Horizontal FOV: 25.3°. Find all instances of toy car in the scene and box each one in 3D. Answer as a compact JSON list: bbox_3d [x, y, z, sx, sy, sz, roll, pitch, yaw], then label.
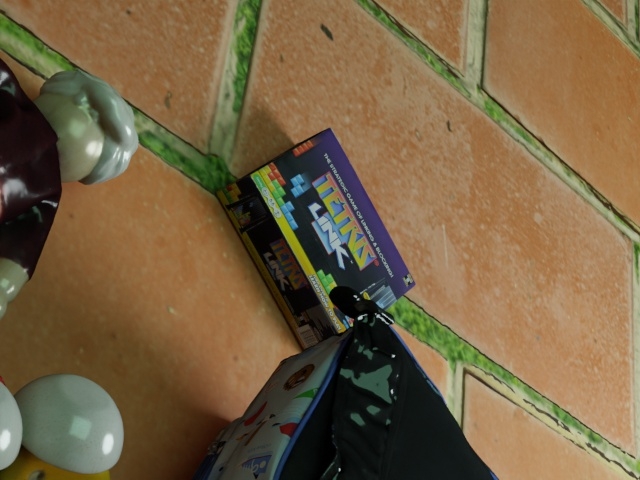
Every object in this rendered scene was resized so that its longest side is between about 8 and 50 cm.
[{"bbox_3d":[-0.223,0.133,0.877,0.182,0.159,0.136,10,28,-46],"label":"toy car"}]

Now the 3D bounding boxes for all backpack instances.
[{"bbox_3d":[0.012,0.221,1.036,0.276,0.213,0.263,50,32,-9],"label":"backpack"}]

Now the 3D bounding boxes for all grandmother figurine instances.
[{"bbox_3d":[-0.246,-0.050,0.976,0.342,0.104,0.208,-30,121,-55],"label":"grandmother figurine"}]

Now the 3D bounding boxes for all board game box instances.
[{"bbox_3d":[0.000,0.000,1.273,0.141,0.048,0.170,-36,99,-51],"label":"board game box"}]
